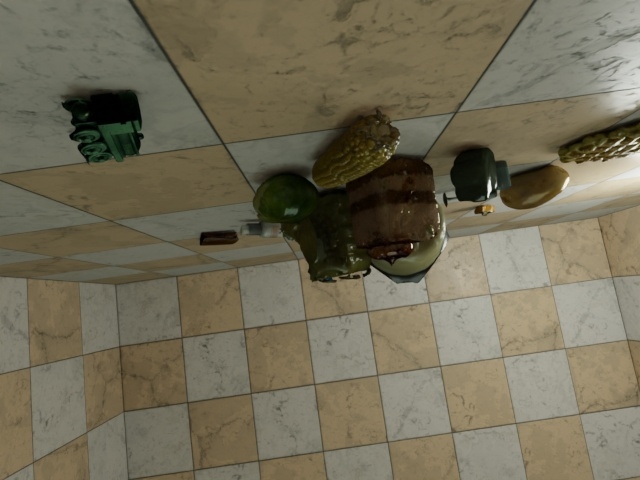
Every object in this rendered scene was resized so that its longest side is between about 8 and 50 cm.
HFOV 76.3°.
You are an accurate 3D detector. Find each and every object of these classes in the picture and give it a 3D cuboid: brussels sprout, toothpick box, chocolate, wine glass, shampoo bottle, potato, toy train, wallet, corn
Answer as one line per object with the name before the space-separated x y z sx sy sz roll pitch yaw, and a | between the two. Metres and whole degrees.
brussels sprout | -0.096 -0.116 1.120 0.181 0.143 0.161 -20 -154 4
toothpick box | 0.577 -0.208 1.304 0.052 0.083 0.052 -8 171 -1
chocolate | 0.307 -0.027 1.457 0.314 0.326 0.297 -52 176 -5
wine glass | 0.593 -0.178 1.614 0.198 0.066 0.066 -10 172 3
shampoo bottle | -0.238 -0.046 1.668 0.192 0.074 0.074 -1 169 -31
potato | 0.778 -0.191 1.485 0.234 0.146 0.150 -16 -161 41
toy train | -0.348 -0.180 0.672 0.111 0.071 0.170 -13 174 -18
wallet | -0.462 -0.008 1.846 0.161 0.041 0.195 -1 172 -18
corn | 0.066 -0.183 0.915 0.106 0.106 0.305 -4 172 -24

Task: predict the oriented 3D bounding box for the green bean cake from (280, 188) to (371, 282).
green bean cake | 0.000 0.000 1.392 0.285 0.309 0.202 -18 170 39

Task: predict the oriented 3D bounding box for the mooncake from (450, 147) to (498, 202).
mooncake | 0.436 -0.173 1.142 0.104 0.168 0.175 -12 156 36

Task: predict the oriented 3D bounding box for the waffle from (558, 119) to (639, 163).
waffle | 0.860 -0.280 1.202 0.291 0.051 0.291 -6 170 -1

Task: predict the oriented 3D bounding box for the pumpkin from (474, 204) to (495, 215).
pumpkin | 0.829 -0.149 2.061 0.074 0.053 0.083 -2 176 -9

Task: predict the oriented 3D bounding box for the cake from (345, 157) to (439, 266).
cake | 0.206 -0.073 1.168 0.196 0.292 0.199 -3 175 -32
